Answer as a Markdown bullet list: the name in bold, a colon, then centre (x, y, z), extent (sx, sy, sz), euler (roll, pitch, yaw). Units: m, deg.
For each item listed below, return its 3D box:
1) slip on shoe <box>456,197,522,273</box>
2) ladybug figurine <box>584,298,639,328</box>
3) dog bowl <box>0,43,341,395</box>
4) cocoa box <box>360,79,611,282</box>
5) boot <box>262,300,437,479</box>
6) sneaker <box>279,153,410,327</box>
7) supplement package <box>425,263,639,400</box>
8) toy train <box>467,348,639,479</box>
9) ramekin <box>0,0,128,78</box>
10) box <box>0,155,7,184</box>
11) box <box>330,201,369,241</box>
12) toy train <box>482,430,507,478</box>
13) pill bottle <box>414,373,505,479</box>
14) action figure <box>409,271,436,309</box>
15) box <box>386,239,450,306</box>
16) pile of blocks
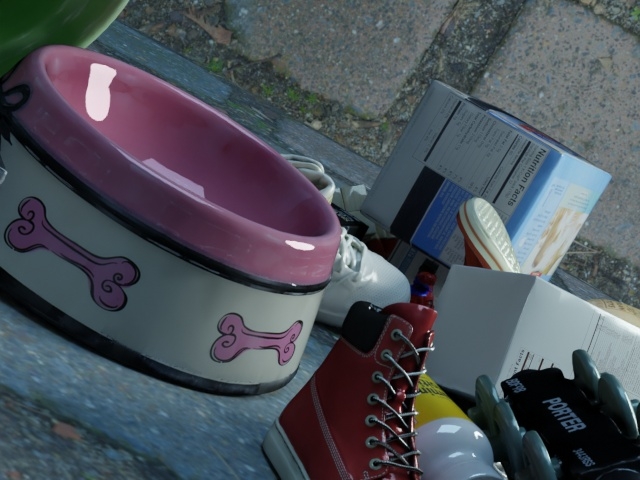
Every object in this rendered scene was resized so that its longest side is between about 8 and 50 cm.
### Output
- **slip on shoe**: centre (0.224, 0.072, 1.629), extent (0.331, 0.101, 0.123), euler (65, 11, -49)
- **ladybug figurine**: centre (0.532, 0.243, 1.786), extent (0.449, 0.162, 0.305), euler (32, 12, 0)
- **dog bowl**: centre (-0.157, -0.037, 1.178), extent (0.408, 0.150, 0.408), euler (31, 16, -10)
- **cocoa box**: centre (0.262, -0.072, 1.874), extent (0.228, 0.231, 0.347), euler (33, 11, 22)
- **boot**: centre (0.054, 0.145, 0.924), extent (0.088, 0.176, 0.244), euler (25, 12, -32)
- **sneaker**: centre (0.000, 0.000, 1.433), extent (0.292, 0.169, 0.108), euler (21, 52, -15)
- **supplement package**: centre (0.252, 0.138, 1.442), extent (0.203, 0.149, 0.194), euler (26, -7, -23)
- **toy train**: centre (0.225, 0.217, 1.067), extent (0.142, 0.190, 0.334), euler (-14, 9, -3)
- **ramekin**: centre (-0.319, -0.280, 1.126), extent (0.148, 0.303, 0.303), euler (53, 18, 20)
- **box**: centre (-0.350, -0.071, 0.924), extent (0.163, 0.142, 0.247), euler (32, 9, -30)
- **box**: centre (-0.039, -0.035, 1.796), extent (0.180, 0.077, 0.147), euler (33, 10, 16)
- **toy train**: centre (0.241, 0.239, 1.346), extent (0.166, 0.046, 0.125), euler (25, 11, -27)
- **pill bottle**: centre (0.082, 0.178, 1.043), extent (0.103, 0.103, 0.184), euler (23, 12, -34)
- **action figure**: centre (0.092, 0.071, 1.591), extent (0.280, 0.091, 0.139), euler (22, -3, -34)
- **box**: centre (0.245, 0.096, 1.923), extent (0.290, 0.087, 0.169), euler (32, 10, 12)
- **pile of blocks**: centre (0.105, -0.013, 2.094), extent (0.362, 0.149, 0.113), euler (3, 70, -49)
